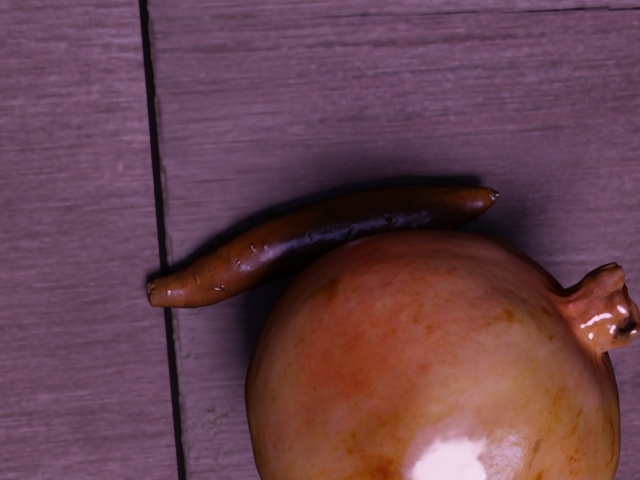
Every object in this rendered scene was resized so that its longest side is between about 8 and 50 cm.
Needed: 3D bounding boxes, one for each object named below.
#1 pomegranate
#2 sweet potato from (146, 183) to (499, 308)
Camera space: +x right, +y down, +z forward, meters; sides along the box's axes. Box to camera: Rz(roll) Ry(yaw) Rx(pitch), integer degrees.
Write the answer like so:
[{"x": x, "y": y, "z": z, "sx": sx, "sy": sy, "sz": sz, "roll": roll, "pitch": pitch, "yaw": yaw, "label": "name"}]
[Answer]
[{"x": 0.088, "y": 0.103, "z": 0.697, "sx": 0.270, "sy": 0.229, "sz": 0.252, "roll": -33, "pitch": 132, "yaw": 13, "label": "pomegranate"}, {"x": 0.000, "y": -0.001, "z": 0.767, "sx": 0.264, "sy": 0.057, "sz": 0.057, "roll": -13, "pitch": 104, "yaw": 1, "label": "sweet potato"}]
